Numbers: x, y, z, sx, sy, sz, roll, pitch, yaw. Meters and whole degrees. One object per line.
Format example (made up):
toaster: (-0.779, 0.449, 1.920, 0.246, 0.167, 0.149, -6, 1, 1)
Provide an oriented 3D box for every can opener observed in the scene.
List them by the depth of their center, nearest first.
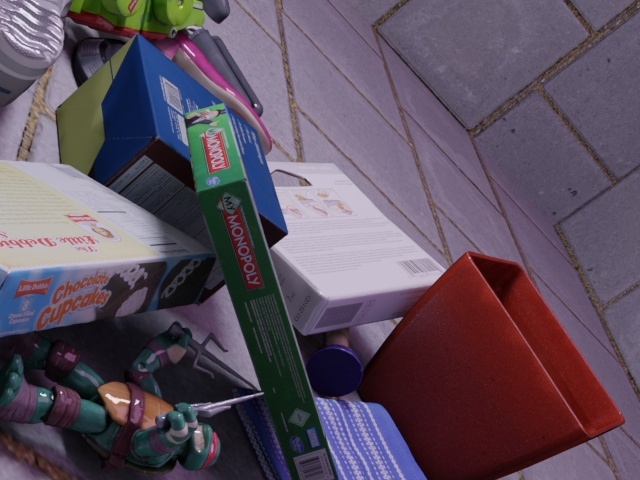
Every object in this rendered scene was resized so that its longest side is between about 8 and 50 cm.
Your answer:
can opener: (-0.163, -0.318, 1.753, 0.283, 0.095, 0.076, 59, 19, 20)

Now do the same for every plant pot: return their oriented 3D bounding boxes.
plant pot: (0.210, 0.197, 1.461, 0.267, 0.235, 0.267, 58, 18, 18)

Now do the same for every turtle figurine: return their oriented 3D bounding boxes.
turtle figurine: (-0.148, 0.131, 0.885, 0.234, 0.118, 0.175, 24, 8, -26)

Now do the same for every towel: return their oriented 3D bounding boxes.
towel: (0.047, 0.273, 1.231, 0.336, 0.040, 0.243, 20, 35, -59)

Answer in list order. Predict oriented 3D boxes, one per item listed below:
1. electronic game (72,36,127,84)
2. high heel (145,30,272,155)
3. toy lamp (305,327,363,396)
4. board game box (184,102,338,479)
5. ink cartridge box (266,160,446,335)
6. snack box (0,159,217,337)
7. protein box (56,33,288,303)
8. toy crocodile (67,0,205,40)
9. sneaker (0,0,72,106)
electronic game: (-0.219, -0.178, 1.415, 0.229, 0.048, 0.229, 38, 21, -17)
high heel: (-0.160, -0.222, 1.605, 0.244, 0.082, 0.117, 35, 31, -11)
toy lamp: (0.023, 0.102, 1.444, 0.080, 0.080, 0.275, 48, 20, -15)
board game box: (-0.059, 0.051, 1.045, 0.213, 0.046, 0.317, -110, -176, -64)
ink cartridge box: (0.000, 0.000, 1.435, 0.261, 0.066, 0.296, 45, 27, 27)
snack box: (-0.236, -0.003, 0.904, 0.187, 0.060, 0.322, 29, 11, 18)
protein box: (-0.165, -0.078, 1.214, 0.201, 0.136, 0.200, 38, 22, -39)
toy crocodile: (-0.259, -0.306, 1.429, 0.115, 0.105, 0.340, 17, 10, 19)
sneaker: (-0.326, -0.238, 1.158, 0.105, 0.115, 0.281, 34, 29, -24)
